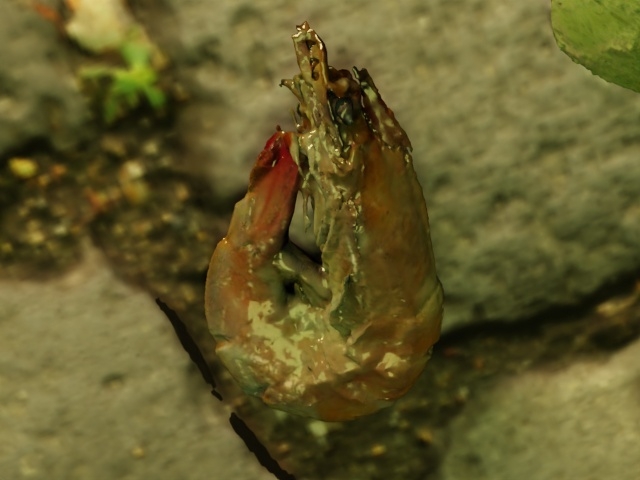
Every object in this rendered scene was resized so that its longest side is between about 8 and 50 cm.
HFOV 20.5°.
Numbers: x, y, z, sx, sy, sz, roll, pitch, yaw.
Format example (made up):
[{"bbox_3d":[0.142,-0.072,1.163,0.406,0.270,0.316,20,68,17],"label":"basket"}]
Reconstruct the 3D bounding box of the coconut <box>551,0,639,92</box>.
[{"bbox_3d":[0.163,-0.111,0.671,0.158,0.055,0.133,-23,123,5],"label":"coconut"}]

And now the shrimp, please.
[{"bbox_3d":[0.000,0.000,0.723,0.101,0.042,0.190,-2,123,2],"label":"shrimp"}]
